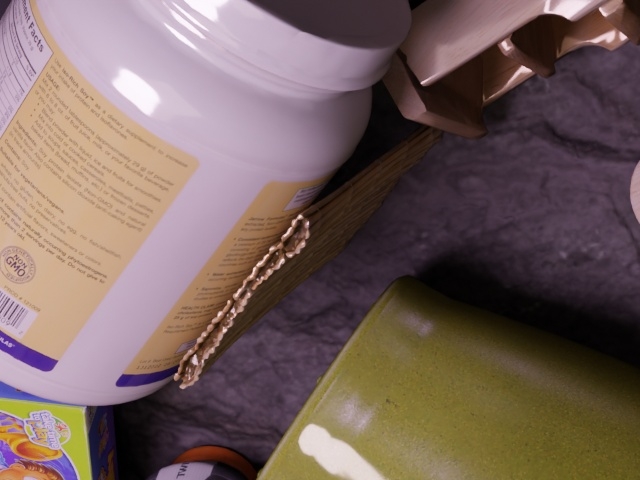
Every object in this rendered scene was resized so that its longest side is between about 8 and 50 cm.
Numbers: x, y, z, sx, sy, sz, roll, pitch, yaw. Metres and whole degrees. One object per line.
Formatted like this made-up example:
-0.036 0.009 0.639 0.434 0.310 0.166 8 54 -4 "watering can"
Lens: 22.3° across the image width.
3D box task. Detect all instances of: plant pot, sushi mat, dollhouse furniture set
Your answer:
0.142 0.214 1.249 0.353 0.366 0.366 34 114 5 "plant pot"
0.000 0.000 1.169 0.019 0.316 0.151 42 115 4 "sushi mat"
0.250 -0.031 1.105 0.256 0.362 0.394 -32 78 17 "dollhouse furniture set"

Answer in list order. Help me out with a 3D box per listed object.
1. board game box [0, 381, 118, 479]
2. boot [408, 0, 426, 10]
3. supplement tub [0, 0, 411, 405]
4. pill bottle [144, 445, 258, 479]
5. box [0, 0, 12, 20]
-0.291 0.218 1.377 0.233 0.078 0.347 6 132 5 "board game box"
0.049 -0.188 1.224 0.099 0.045 0.121 -33 108 21 "boot"
-0.115 -0.075 1.082 0.241 0.241 0.331 34 120 -8 "supplement tub"
-0.110 0.269 1.335 0.131 0.245 0.130 3 116 7 "pill bottle"
-0.154 -0.175 1.206 0.293 0.073 0.295 2 126 2 "box"
